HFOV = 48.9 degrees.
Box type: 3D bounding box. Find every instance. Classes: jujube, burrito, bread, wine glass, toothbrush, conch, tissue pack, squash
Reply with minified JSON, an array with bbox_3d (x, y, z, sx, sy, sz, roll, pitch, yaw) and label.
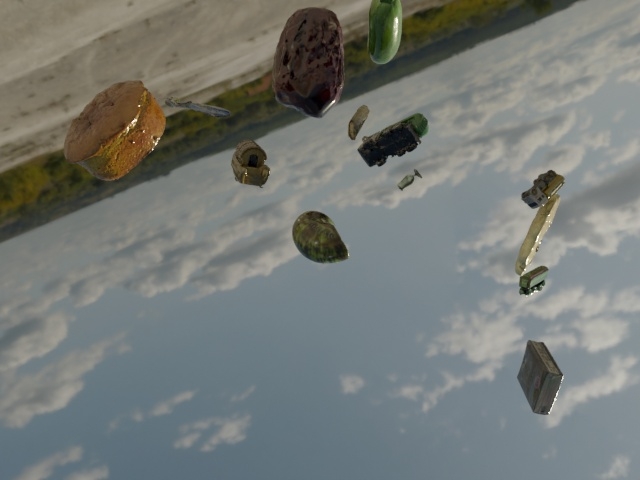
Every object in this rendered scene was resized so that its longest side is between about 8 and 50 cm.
[{"bbox_3d":[-0.039,-0.618,2.469,0.258,0.377,0.258,4,178,0],"label":"jujube"},{"bbox_3d":[0.125,-0.400,2.357,0.041,0.055,0.149,-16,-146,44],"label":"burrito"},{"bbox_3d":[0.598,-0.030,1.935,0.039,0.182,0.251,24,-119,22],"label":"bread"},{"bbox_3d":[0.297,-0.199,2.353,0.083,0.042,0.039,-41,-152,25],"label":"wine glass"},{"bbox_3d":[-0.419,-0.452,2.382,0.042,0.035,0.413,-37,-144,-25],"label":"toothbrush"},{"bbox_3d":[-0.002,0.002,1.989,0.124,0.187,0.181,-38,169,4],"label":"conch"},{"bbox_3d":[0.510,0.318,1.642,0.051,0.112,0.156,11,-161,-2],"label":"tissue pack"},{"bbox_3d":[0.199,-0.654,2.184,0.107,0.107,0.395,-24,165,-5],"label":"squash"},{"bbox_3d":[-0.588,-0.314,2.001,0.312,0.172,0.312,-24,-139,23],"label":"bread"}]

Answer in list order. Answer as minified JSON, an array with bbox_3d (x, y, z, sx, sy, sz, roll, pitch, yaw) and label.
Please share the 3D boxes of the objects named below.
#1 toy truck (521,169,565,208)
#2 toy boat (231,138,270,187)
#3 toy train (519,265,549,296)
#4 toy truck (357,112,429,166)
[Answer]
[{"bbox_3d":[0.594,-0.136,1.868,0.123,0.063,0.052,-44,-176,-18],"label":"toy truck"},{"bbox_3d":[-0.154,-0.171,1.517,0.068,0.088,0.226,6,-165,-14],"label":"toy boat"},{"bbox_3d":[0.630,0.120,2.077,0.038,0.071,0.148,18,-158,36],"label":"toy train"},{"bbox_3d":[0.245,-0.340,2.351,0.242,0.101,0.125,-22,-155,40],"label":"toy truck"}]
